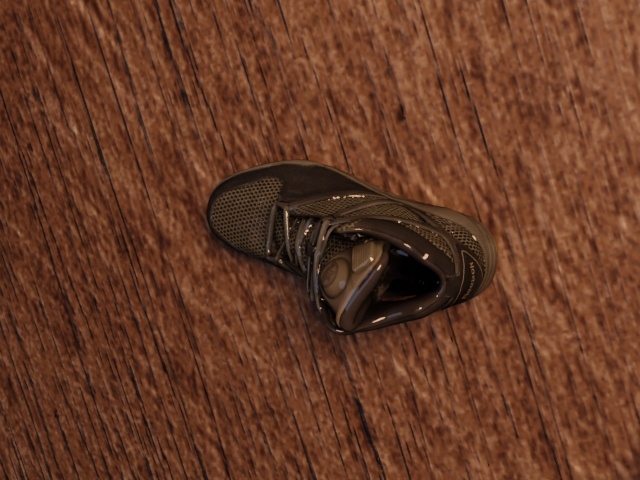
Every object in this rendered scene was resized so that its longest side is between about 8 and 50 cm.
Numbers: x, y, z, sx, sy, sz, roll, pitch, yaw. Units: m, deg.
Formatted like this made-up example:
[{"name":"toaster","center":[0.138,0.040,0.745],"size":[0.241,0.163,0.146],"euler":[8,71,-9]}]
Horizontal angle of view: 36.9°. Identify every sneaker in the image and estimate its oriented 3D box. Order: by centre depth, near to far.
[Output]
[{"name":"sneaker","center":[0.000,0.000,0.681],"size":[0.228,0.130,0.087],"euler":[18,107,23]}]
